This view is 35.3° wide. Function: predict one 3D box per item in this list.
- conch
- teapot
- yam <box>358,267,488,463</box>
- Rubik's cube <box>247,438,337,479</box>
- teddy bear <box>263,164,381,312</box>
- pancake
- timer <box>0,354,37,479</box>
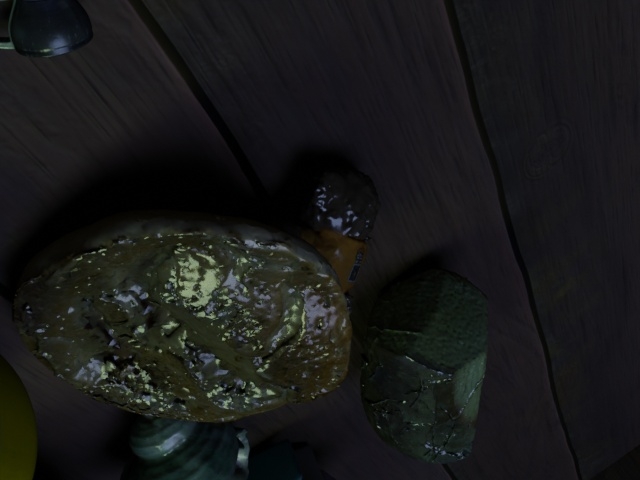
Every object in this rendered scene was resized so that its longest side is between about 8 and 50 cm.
[{"bbox_3d":[-0.186,0.310,1.398,0.220,0.195,0.277,-42,128,-29],"label":"conch"},{"bbox_3d":[-0.236,-0.185,0.830,0.088,0.066,0.057,-8,122,-2],"label":"teapot"},{"bbox_3d":[0.156,0.186,1.515,0.202,0.202,0.271,8,143,0],"label":"yam"},{"bbox_3d":[-0.077,0.543,1.613,0.358,0.368,0.387,-52,-176,20],"label":"Rubik's cube"},{"bbox_3d":[0.000,0.000,1.199,0.177,0.140,0.190,1,115,-60],"label":"teddy bear"},{"bbox_3d":[-0.147,0.093,1.122,0.387,0.082,0.387,1,141,1],"label":"pancake"},{"bbox_3d":[-0.394,0.212,1.009,0.285,0.285,0.285,-24,145,-18],"label":"timer"}]
